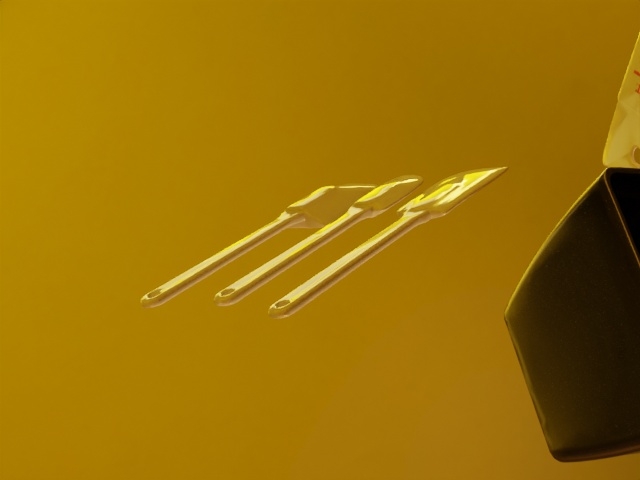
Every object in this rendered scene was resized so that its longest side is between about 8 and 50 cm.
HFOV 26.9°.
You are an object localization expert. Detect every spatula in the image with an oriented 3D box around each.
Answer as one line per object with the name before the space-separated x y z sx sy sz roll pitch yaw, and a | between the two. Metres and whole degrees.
spatula | 0.000 0.000 0.923 0.168 0.242 0.019 2 -65 41

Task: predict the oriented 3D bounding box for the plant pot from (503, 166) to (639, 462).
plant pot | 0.247 0.070 0.977 0.188 0.167 0.187 -1 64 -35

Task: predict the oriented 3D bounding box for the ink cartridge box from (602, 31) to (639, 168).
ink cartridge box | 0.435 -0.202 1.402 0.119 0.353 0.207 7 23 -19
